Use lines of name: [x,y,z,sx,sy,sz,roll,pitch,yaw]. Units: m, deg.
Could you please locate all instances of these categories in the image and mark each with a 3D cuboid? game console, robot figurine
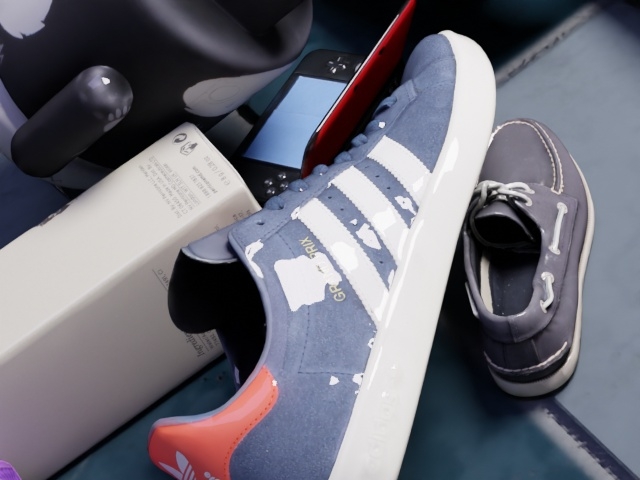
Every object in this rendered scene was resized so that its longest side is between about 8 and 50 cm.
game console: [-0.005,-0.097,1.020,0.124,0.085,0.144,14,57,36]
robot figurine: [-0.121,-0.148,0.997,0.278,0.209,0.174,-32,77,39]

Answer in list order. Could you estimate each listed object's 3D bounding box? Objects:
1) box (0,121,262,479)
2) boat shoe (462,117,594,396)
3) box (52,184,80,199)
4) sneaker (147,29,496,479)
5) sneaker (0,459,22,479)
box: [-0.154,0.056,0.938,0.275,0.113,0.094,-34,43,-7]
boat shoe: [0.119,-0.008,0.887,0.075,0.065,0.206,-12,46,18]
box: [-0.176,-0.075,1.136,0.083,0.018,0.067,-40,44,-12]
sneaker: [0.000,0.000,0.862,0.148,0.131,0.350,18,53,0]
sneaker: [-0.138,0.179,0.807,0.104,0.095,0.236,-33,27,-8]
